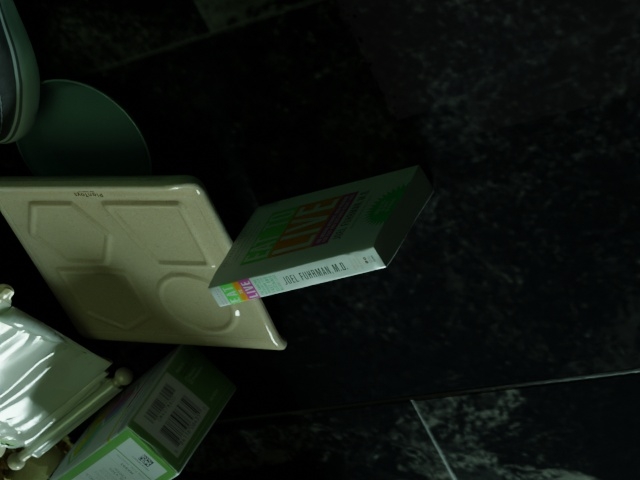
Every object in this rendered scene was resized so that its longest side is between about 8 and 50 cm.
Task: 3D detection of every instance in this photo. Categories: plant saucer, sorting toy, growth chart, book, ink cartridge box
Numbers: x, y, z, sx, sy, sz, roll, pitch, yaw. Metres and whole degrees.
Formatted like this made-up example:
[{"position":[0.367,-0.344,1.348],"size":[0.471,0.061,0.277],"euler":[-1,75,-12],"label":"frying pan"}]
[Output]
[{"position":[-0.176,-0.075,1.043],"size":[0.119,0.021,0.119],"euler":[14,129,18],"label":"plant saucer"},{"position":[-0.141,0.014,1.066],"size":[0.193,0.038,0.208],"euler":[1,140,27],"label":"sorting toy"},{"position":[-0.268,0.114,1.134],"size":[0.172,0.021,0.237],"euler":[-32,141,9],"label":"growth chart"},{"position":[0.000,0.000,0.959],"size":[0.144,0.096,0.035],"euler":[-15,117,35],"label":"book"},{"position":[-0.171,0.180,1.179],"size":[0.062,0.109,0.209],"euler":[43,133,-9],"label":"ink cartridge box"}]

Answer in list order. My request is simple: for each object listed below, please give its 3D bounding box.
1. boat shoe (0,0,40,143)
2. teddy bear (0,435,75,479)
[{"position":[-0.259,-0.163,0.965],"size":[0.080,0.076,0.228],"euler":[18,127,27],"label":"boat shoe"},{"position":[-0.367,0.233,1.340],"size":[0.245,0.113,0.338],"euler":[32,126,-8],"label":"teddy bear"}]
